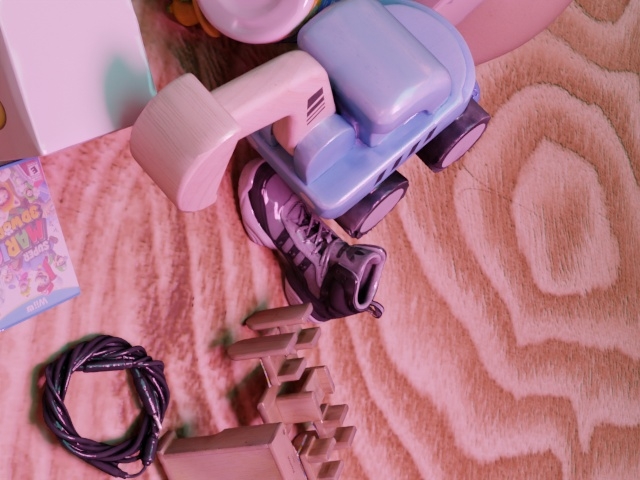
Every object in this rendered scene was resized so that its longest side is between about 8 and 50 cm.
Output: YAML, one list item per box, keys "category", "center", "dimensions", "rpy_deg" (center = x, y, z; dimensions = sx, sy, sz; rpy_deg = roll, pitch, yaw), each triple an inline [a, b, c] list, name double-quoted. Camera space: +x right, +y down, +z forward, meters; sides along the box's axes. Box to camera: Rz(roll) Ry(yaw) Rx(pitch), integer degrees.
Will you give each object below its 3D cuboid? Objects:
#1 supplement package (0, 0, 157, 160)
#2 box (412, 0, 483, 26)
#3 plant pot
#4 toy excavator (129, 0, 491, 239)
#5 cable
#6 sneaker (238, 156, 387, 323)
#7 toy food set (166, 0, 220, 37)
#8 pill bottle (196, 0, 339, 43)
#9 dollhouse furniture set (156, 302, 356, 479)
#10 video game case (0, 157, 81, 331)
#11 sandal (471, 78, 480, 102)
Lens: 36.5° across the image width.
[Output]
- category: "supplement package"
  center: [-0.297, -0.187, 0.953]
  dimensions: [0.149, 0.203, 0.194]
  rpy_deg: [-29, 111, -44]
- category: "box"
  center: [0.107, -0.448, 1.363]
  dimensions: [0.148, 0.121, 0.311]
  rpy_deg: [-23, 79, -45]
- category: "plant pot"
  center: [0.238, -0.391, 1.531]
  dimensions: [0.284, 0.284, 0.191]
  rpy_deg: [21, 106, -46]
- category: "toy excavator"
  center: [-0.001, -0.158, 1.113]
  dimensions: [0.433, 0.222, 0.445]
  rpy_deg: [-40, 166, -10]
- category: "cable"
  center: [-0.244, 0.185, 1.129]
  dimensions: [0.184, 0.047, 0.151]
  rpy_deg: [44, 59, -38]
- category: "sneaker"
  center: [0.000, 0.000, 1.319]
  dimensions: [0.101, 0.153, 0.269]
  rpy_deg: [-48, 123, -37]
- category: "toy food set"
  center: [-0.164, -0.362, 1.209]
  dimensions: [0.128, 0.071, 0.218]
  rpy_deg: [-23, 112, -72]
- category: "pill bottle"
  center: [-0.042, -0.325, 1.224]
  dimensions: [0.272, 0.152, 0.152]
  rpy_deg: [-35, 118, -70]
- category: "dollhouse furniture set"
  center: [-0.082, 0.238, 1.277]
  dimensions: [0.242, 0.161, 0.212]
  rpy_deg: [-58, 133, -59]
- category: "video game case"
  center: [-0.333, 0.003, 1.053]
  dimensions: [0.119, 0.015, 0.166]
  rpy_deg: [-29, 111, -44]
- category: "sandal"
  center: [0.147, -0.250, 1.479]
  dimensions: [0.317, 0.138, 0.126]
  rpy_deg: [15, 100, -45]
